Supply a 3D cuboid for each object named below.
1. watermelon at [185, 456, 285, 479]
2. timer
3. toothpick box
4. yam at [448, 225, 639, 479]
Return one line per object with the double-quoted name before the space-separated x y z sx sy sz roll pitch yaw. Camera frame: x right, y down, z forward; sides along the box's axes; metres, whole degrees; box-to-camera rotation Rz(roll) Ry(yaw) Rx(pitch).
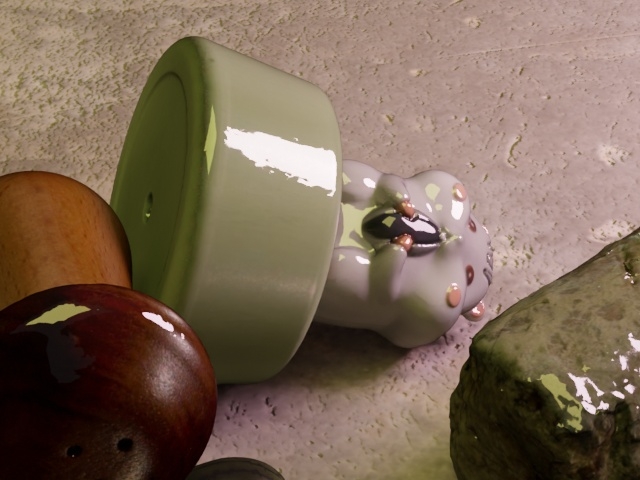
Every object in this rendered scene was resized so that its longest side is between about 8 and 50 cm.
"watermelon" -0.076 0.206 1.338 0.110 0.078 0.078 -12 39 -10
"timer" 0.000 0.000 1.480 0.315 0.291 0.291 11 35 -18
"toothpick box" -0.188 0.073 1.261 0.192 0.192 0.294 -13 34 -12
"yam" 0.239 0.104 1.353 0.300 0.195 0.195 -32 46 -32
